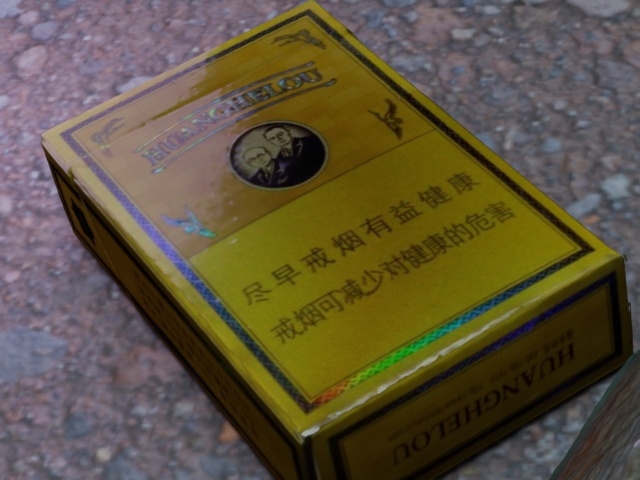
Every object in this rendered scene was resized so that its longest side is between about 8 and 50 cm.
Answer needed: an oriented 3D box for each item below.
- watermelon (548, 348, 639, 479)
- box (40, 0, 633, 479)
[{"bbox_3d":[0.200,0.134,0.691,0.264,0.302,0.151,23,83,13],"label":"watermelon"},{"bbox_3d":[0.000,0.000,0.980,0.193,0.084,0.301,-28,44,-18],"label":"box"}]
